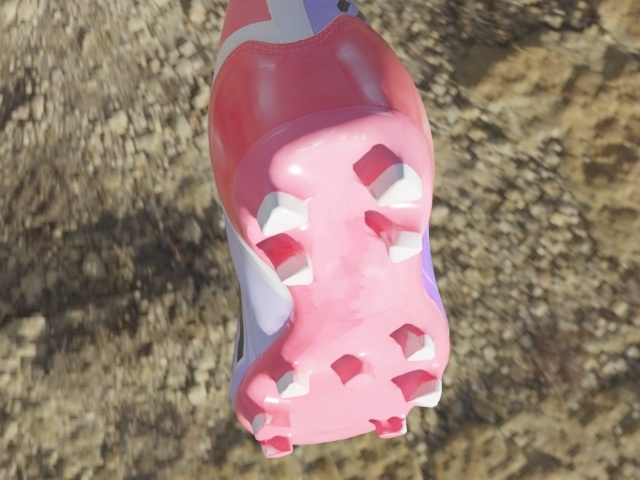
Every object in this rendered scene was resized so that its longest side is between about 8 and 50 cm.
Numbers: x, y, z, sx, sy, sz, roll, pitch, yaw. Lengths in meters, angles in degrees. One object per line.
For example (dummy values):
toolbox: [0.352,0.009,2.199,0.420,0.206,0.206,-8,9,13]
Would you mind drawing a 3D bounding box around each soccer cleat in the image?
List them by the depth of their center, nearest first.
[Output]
soccer cleat: [0.000,0.000,0.581,0.083,0.248,0.095,-10,62,-4]
